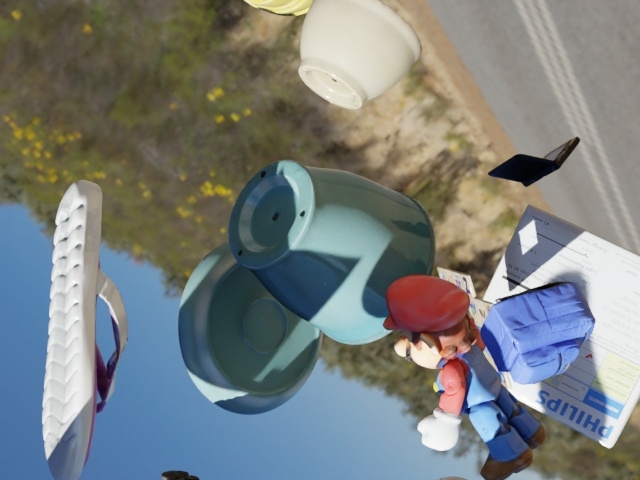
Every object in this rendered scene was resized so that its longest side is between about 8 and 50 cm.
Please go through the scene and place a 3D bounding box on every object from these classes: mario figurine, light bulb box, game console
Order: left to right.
[{"bbox_3d":[0.189,0.198,1.654,0.321,0.170,0.198,58,-179,-3],"label":"mario figurine"},{"bbox_3d":[0.355,-0.139,1.859,0.071,0.107,0.122,42,160,-5],"label":"game console"},{"bbox_3d":[0.510,0.165,2.250,0.358,0.361,0.225,27,-174,17],"label":"light bulb box"}]

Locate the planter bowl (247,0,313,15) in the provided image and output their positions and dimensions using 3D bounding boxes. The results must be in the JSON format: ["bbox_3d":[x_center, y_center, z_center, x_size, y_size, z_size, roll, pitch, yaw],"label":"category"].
[{"bbox_3d":[-0.092,-0.448,1.796,0.217,0.217,0.090,47,-138,-5],"label":"planter bowl"}]

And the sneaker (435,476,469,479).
[{"bbox_3d":[0.176,0.393,1.444,0.256,0.151,0.094,29,-152,-44],"label":"sneaker"}]

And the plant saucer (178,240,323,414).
[{"bbox_3d":[-0.108,0.151,1.986,0.043,0.318,0.317,-4,137,49],"label":"plant saucer"}]

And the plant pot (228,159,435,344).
[{"bbox_3d":[0.000,0.000,1.789,0.255,0.272,0.272,28,-167,-42],"label":"plant pot"}]

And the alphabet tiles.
[{"bbox_3d":[0.269,0.148,1.915,0.237,0.009,0.198,-162,53,-76],"label":"alphabet tiles"}]

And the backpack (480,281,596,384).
[{"bbox_3d":[0.265,0.110,1.325,0.098,0.120,0.101,105,143,-65],"label":"backpack"}]

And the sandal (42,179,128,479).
[{"bbox_3d":[-0.304,0.118,1.506,0.102,0.416,0.169,6,165,-25],"label":"sandal"}]

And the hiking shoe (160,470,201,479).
[{"bbox_3d":[-0.192,0.476,1.804,0.086,0.114,0.227,3,-150,-49],"label":"hiking shoe"}]

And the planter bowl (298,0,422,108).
[{"bbox_3d":[0.037,-0.243,1.473,0.162,0.109,0.162,29,167,7],"label":"planter bowl"}]
